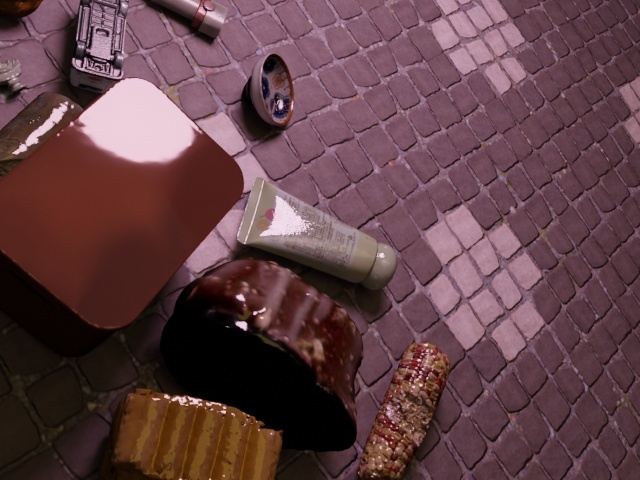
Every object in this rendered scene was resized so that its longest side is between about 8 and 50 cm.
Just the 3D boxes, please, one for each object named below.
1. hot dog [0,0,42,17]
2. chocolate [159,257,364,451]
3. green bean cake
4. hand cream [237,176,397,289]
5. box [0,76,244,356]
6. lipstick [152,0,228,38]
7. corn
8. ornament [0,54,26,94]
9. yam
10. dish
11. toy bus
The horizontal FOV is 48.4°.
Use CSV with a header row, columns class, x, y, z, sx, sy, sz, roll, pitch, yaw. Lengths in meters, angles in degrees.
class,x,y,z,sx,sy,sz,roll,pitch,yaw
hot dog,-0.512,-0.507,1.157,0.175,0.114,0.259,10,85,-18
chocolate,-0.070,0.161,1.129,0.340,0.225,0.210,39,42,-13
green bean cake,-0.180,0.303,0.973,0.229,0.224,0.131,19,59,-12
hand cream,0.000,0.000,1.316,0.305,0.093,0.147,25,56,-18
box,-0.315,-0.022,1.042,0.239,0.229,0.339,42,54,-9
lipstick,-0.274,-0.460,1.371,0.186,0.057,0.063,22,60,-19
corn,0.149,0.309,1.270,0.098,0.098,0.290,40,55,-11
ornament,-0.516,-0.278,1.149,0.092,0.041,0.068,32,61,-28
yam,-0.459,-0.122,1.074,0.106,0.106,0.259,38,53,-12
dish,-0.115,-0.290,1.390,0.141,0.078,0.141,-2,90,-66
toy bus,-0.384,-0.349,1.230,0.087,0.089,0.194,10,65,-27
